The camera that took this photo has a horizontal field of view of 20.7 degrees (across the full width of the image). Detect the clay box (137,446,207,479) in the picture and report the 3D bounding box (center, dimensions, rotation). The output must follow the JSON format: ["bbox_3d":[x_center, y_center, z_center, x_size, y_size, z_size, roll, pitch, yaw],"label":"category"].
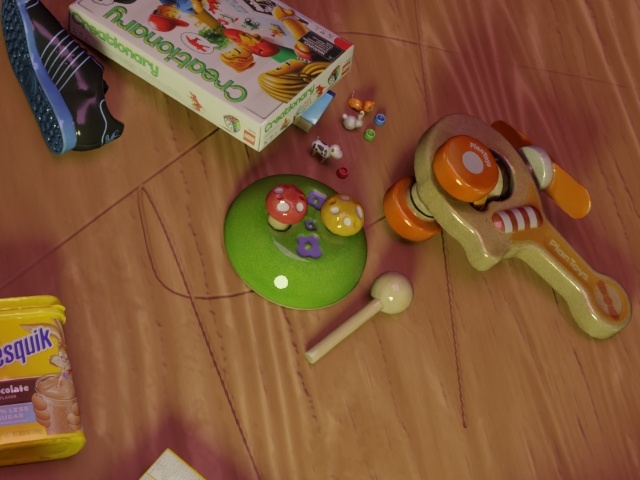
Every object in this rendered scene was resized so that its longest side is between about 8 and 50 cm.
[{"bbox_3d":[-0.123,0.342,1.879,0.222,0.053,0.127,40,54,4],"label":"clay box"}]

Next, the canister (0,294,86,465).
[{"bbox_3d":[-0.327,0.153,1.901,0.126,0.073,0.170,-5,64,-23],"label":"canister"}]

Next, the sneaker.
[{"bbox_3d":[-0.314,-0.211,2.125,0.090,0.081,0.232,-13,73,-31],"label":"sneaker"}]

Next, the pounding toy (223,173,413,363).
[{"bbox_3d":[0.000,0.000,2.099,0.183,0.110,0.237,-28,73,-32],"label":"pounding toy"}]

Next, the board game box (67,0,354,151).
[{"bbox_3d":[-0.137,-0.251,2.187,0.305,0.053,0.193,32,53,18],"label":"board game box"}]

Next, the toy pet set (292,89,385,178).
[{"bbox_3d":[0.022,-0.162,2.232,0.114,0.065,0.122,33,54,0],"label":"toy pet set"}]

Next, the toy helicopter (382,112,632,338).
[{"bbox_3d":[0.266,-0.022,2.231,0.355,0.140,0.235,45,45,-5],"label":"toy helicopter"}]
